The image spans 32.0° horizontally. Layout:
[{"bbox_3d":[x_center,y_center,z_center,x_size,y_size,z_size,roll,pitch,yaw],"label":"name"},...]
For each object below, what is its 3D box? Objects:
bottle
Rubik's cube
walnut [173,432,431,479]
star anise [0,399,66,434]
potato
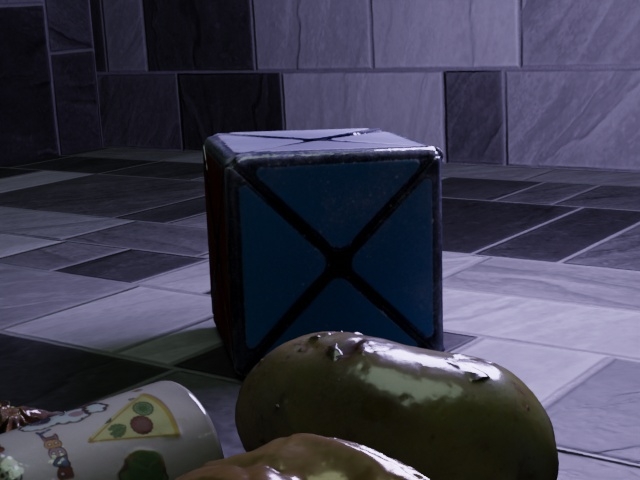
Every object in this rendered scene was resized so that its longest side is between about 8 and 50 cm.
[{"bbox_3d":[-0.201,0.190,0.817,0.253,0.121,0.120,-13,16,-39],"label":"bottle"},{"bbox_3d":[0.000,0.000,1.342,0.260,0.259,0.255,-7,13,-11],"label":"Rubik's cube"},{"bbox_3d":[-0.004,0.203,0.511,0.227,0.228,0.228,-3,12,1],"label":"walnut"},{"bbox_3d":[-0.295,0.178,1.044,0.124,0.056,0.129,-10,29,-39],"label":"star anise"},{"bbox_3d":[0.052,0.151,0.868,0.262,0.165,0.165,7,14,19],"label":"potato"}]
